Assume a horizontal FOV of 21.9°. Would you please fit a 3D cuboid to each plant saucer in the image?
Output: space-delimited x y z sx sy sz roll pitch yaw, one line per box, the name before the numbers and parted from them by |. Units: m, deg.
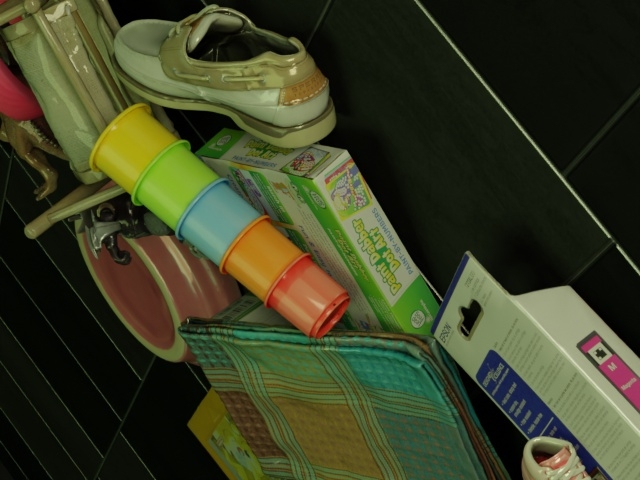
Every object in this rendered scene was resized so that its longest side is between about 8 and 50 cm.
plant saucer | -0.231 0.040 2.252 0.332 0.084 0.332 42 151 30

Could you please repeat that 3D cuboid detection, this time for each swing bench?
swing bench | -0.295 -0.181 1.966 0.165 0.255 0.253 -21 107 22

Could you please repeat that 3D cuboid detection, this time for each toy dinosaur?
toy dinosaur | -0.396 -0.186 2.201 0.295 0.127 0.200 45 160 38

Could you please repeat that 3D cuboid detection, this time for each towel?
towel | 0.027 0.200 1.853 0.370 0.040 0.271 2 132 40

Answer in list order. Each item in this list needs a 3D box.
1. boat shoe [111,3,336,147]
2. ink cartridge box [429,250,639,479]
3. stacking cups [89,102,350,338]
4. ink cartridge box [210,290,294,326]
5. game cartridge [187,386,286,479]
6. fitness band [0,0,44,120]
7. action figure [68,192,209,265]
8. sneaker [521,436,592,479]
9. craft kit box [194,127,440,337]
boat shoe | -0.108 -0.194 1.733 0.302 0.113 0.103 21 138 36
ink cartridge box | 0.259 0.168 1.548 0.371 0.069 0.176 46 154 16
stacking cups | -0.100 -0.019 1.771 0.316 0.096 0.096 38 152 11
ink cartridge box | -0.050 0.165 2.045 0.062 0.109 0.209 10 130 58
game cartridge | -0.053 0.337 2.328 0.324 0.052 0.285 53 155 10
fitness band | -0.413 -0.282 2.063 0.291 0.054 0.209 54 -158 -33
action figure | -0.185 -0.027 1.995 0.285 0.185 0.099 -2 111 51
sneaker | 0.235 0.235 1.539 0.134 0.051 0.070 43 159 35
craft kit box | 0.000 0.000 1.782 0.246 0.061 0.250 19 146 56
